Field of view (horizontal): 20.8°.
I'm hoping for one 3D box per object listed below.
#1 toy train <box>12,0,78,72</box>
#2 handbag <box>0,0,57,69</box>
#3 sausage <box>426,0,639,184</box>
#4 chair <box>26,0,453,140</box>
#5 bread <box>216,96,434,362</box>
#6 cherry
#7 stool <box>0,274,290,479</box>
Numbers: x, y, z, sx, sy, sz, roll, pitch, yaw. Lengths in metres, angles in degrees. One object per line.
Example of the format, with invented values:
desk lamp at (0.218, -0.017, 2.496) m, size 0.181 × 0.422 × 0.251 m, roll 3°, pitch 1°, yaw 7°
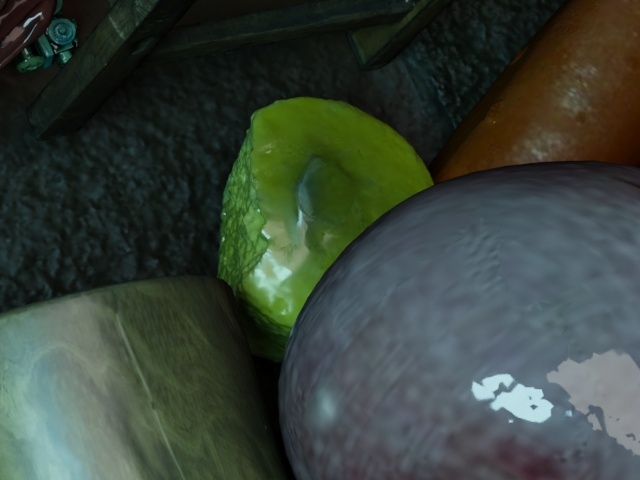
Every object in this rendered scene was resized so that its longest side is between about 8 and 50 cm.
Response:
toy train at (-0.165, -0.133, 0.943) m, size 0.045 × 0.029 × 0.092 m, roll -25°, pitch 84°, yaw -17°
handbag at (-0.293, -0.116, 0.803) m, size 0.275 × 0.084 × 0.260 m, roll -41°, pitch 85°, yaw 0°
sausage at (0.162, -0.093, 1.012) m, size 0.097 × 0.094 × 0.348 m, roll 48°, pitch 61°, yaw -15°
chair at (0.008, -0.229, 0.803) m, size 0.240 × 0.416 × 0.203 m, roll -14°, pitch 77°, yaw -33°
bread at (0.000, 0.000, 0.908) m, size 0.111 × 0.114 × 0.129 m, roll 14°, pitch 68°, yaw -16°
cherry at (0.120, 0.080, 0.780) m, size 0.261 × 0.221 × 0.307 m, roll 45°, pitch 34°, yaw 4°
stool at (-0.088, 0.166, 0.787) m, size 0.179 × 0.179 × 0.264 m, roll -12°, pitch 77°, yaw -23°
